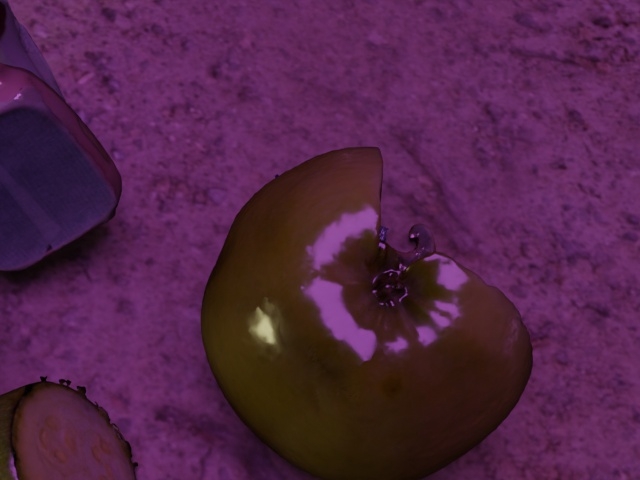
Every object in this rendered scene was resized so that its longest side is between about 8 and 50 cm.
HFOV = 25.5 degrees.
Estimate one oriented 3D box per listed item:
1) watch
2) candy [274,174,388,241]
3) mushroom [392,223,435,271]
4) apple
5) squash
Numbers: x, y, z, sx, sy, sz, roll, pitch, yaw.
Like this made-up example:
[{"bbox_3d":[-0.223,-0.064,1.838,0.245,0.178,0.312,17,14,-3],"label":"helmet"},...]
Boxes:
[{"bbox_3d":[-0.311,-0.126,1.325,0.162,0.253,0.241,-30,42,4],"label":"watch"},{"bbox_3d":[0.000,-0.001,1.394,0.136,0.038,0.088,25,66,-4],"label":"candy"},{"bbox_3d":[0.088,0.027,1.398,0.049,0.019,0.101,19,62,4],"label":"mushroom"},{"bbox_3d":[0.019,0.077,1.231,0.233,0.258,0.295,-32,78,-11],"label":"apple"},{"bbox_3d":[-0.309,0.250,1.243,0.260,0.189,0.189,-31,65,19],"label":"squash"}]
